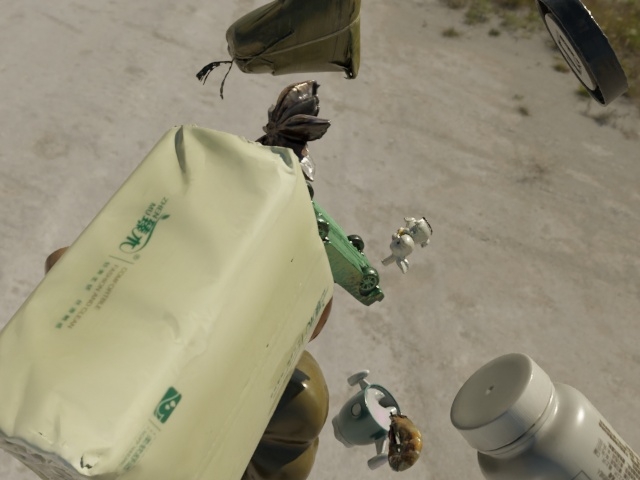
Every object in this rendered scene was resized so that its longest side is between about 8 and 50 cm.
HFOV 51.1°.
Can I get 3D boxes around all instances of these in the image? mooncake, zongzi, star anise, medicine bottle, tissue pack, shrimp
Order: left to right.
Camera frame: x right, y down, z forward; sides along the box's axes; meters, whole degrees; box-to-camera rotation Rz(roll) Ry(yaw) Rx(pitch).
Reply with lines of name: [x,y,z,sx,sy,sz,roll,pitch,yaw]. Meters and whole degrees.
tissue pack: [-0.152,0.104,0.720,0.207,0.297,0.380,15,57,21]
mooncake: [-0.205,0.447,1.689,0.468,0.466,0.262,9,8,-1]
zongzi: [-0.096,-0.572,1.632,0.448,0.418,0.181,-10,47,-18]
star anise: [-0.058,-0.209,1.319,0.093,0.236,0.229,18,-11,-39]
shrimp: [0.176,0.440,1.491,0.042,0.101,0.190,40,10,-18]
medicine bottle: [0.148,0.139,0.410,0.140,0.079,0.079,46,38,-9]

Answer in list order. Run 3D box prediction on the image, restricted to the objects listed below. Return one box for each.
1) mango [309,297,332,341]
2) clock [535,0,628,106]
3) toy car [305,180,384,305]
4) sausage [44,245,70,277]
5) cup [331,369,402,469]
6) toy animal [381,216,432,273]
mango: [-0.033,0.106,1.024,0.084,0.159,0.105,-21,58,-37]
clock: [0.364,-0.273,0.932,0.040,0.184,0.184,-32,26,18]
toy car: [0.000,0.000,1.207,0.097,0.321,0.141,-35,42,12]
sausage: [-0.480,0.142,1.328,0.123,0.123,0.252,-5,50,-20]
cup: [0.131,0.538,2.005,0.168,0.173,0.299,25,37,-39]
toy animal: [0.198,0.004,1.553,0.124,0.085,0.071,-41,38,-17]
